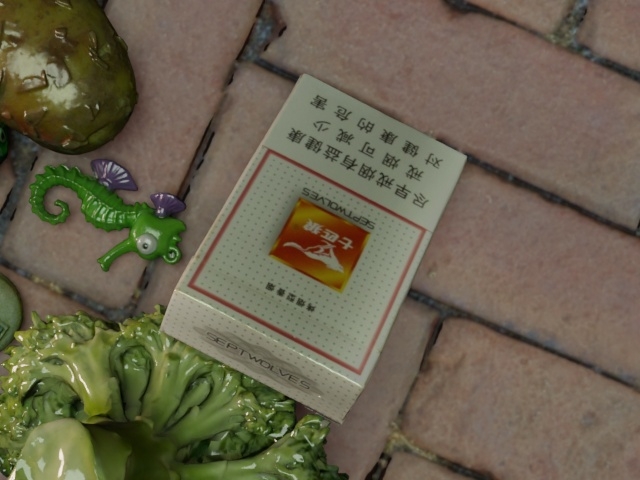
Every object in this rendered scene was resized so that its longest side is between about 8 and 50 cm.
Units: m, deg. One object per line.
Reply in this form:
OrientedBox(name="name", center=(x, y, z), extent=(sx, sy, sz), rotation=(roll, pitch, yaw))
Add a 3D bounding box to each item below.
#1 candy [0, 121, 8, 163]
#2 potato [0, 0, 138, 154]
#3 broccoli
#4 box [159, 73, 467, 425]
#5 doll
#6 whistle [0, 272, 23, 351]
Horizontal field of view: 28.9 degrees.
OrientedBox(name="candy", center=(-0.481, -0.036, 1.394), extent=(0.323, 0.097, 0.097), rotation=(-41, 89, 6))
OrientedBox(name="potato", center=(-0.326, -0.220, 1.357), extent=(0.298, 0.141, 0.176), rotation=(43, 57, -1))
OrientedBox(name="broccoli", center=(-0.217, 0.192, 1.236), extent=(0.353, 0.397, 0.275), rotation=(-15, 86, 38))
OrientedBox(name="box", center=(0.000, -0.001, 1.301), extent=(0.210, 0.095, 0.330), rotation=(27, 53, 0))
OrientedBox(name="doll", center=(-0.239, -0.029, 1.403), extent=(0.190, 0.050, 0.115), rotation=(30, 82, 2))
OrientedBox(name="whistle", center=(-0.421, 0.054, 1.374), extent=(0.198, 0.057, 0.104), rotation=(37, 93, -17))
